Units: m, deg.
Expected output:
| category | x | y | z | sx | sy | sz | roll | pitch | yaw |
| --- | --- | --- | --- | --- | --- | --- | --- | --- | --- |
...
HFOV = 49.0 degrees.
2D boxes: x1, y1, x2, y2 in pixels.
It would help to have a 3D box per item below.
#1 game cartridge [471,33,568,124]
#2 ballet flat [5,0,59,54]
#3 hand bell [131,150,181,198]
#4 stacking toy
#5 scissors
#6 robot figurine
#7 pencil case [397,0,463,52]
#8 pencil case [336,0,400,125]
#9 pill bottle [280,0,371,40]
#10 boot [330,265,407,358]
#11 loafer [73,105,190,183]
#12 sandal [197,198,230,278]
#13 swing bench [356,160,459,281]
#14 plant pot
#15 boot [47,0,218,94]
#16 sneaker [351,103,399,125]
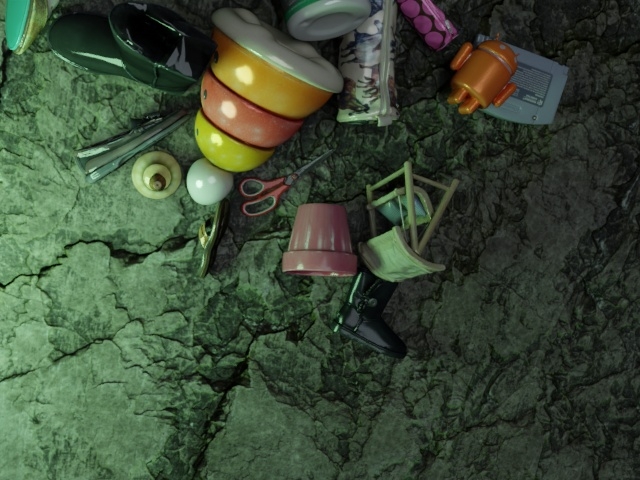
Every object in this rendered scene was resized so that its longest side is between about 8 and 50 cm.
| category | x | y | z | sx | sy | sz | roll | pitch | yaw |
| --- | --- | --- | --- | --- | --- | --- | --- | --- | --- |
| game cartridge | 0.538 | -0.438 | 1.973 | 0.298 | 0.062 | 0.198 | 16 | 100 | -16 |
| ballet flat | -0.662 | -0.608 | 1.629 | 0.123 | 0.123 | 0.348 | 1 | 102 | -14 |
| hand bell | -0.397 | -0.149 | 1.700 | 0.126 | 0.242 | 0.126 | -2 | 100 | -12 |
| stacking toy | -0.194 | -0.288 | 1.725 | 0.351 | 0.350 | 0.479 | 25 | 108 | -17 |
| scissors | -0.082 | -0.154 | 1.894 | 0.297 | 0.021 | 0.108 | -21 | 102 | -10 |
| robot figurine | 0.430 | -0.438 | 1.854 | 0.158 | 0.128 | 0.219 | 39 | 90 | 26 |
| pencil case | 0.275 | -0.604 | 1.855 | 0.209 | 0.098 | 0.095 | 44 | 88 | -16 |
| pencil case | 0.125 | -0.486 | 1.771 | 0.160 | 0.183 | 0.409 | 0 | 93 | -22 |
| pill bottle | -0.019 | -0.672 | 1.637 | 0.204 | 0.204 | 0.360 | -13 | 85 | -11 |
| boot | 0.174 | 0.202 | 1.978 | 0.247 | 0.094 | 0.207 | 26 | 97 | -10 |
| loafer | -0.470 | -0.256 | 1.738 | 0.303 | 0.109 | 0.095 | -34 | 102 | -3 |
| sandal | -0.293 | -0.009 | 1.846 | 0.060 | 0.090 | 0.219 | 21 | 102 | 6 |
| swing bench | 0.215 | -0.036 | 1.827 | 0.165 | 0.253 | 0.254 | 18 | 74 | -16 |
| plant pot | 0.000 | 0.000 | 1.860 | 0.202 | 0.201 | 0.180 | 3 | 84 | -14 |
| boot | -0.430 | -0.430 | 1.534 | 0.367 | 0.445 | 0.146 | 13 | 97 | -16 |
| sneaker | 0.139 | -0.354 | 1.893 | 0.144 | 0.053 | 0.059 | -28 | 100 | -12 |
